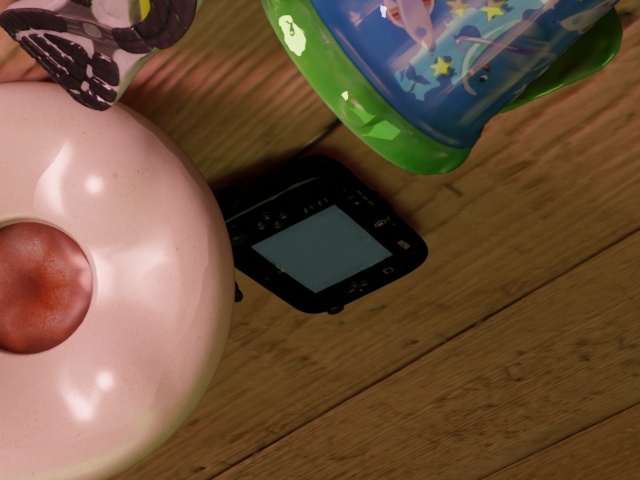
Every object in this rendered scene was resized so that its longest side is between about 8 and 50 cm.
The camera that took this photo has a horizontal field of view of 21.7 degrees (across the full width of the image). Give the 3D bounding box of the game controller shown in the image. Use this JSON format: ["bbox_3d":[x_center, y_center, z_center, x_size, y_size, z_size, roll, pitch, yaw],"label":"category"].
[{"bbox_3d":[0.000,0.000,1.773,0.166,0.067,0.319,-18,157,17],"label":"game controller"}]

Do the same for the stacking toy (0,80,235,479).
[{"bbox_3d":[-0.252,0.057,1.595,0.351,0.350,0.480,-10,175,-3],"label":"stacking toy"}]

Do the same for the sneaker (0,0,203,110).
[{"bbox_3d":[-0.138,-0.184,1.225,0.111,0.121,0.300,47,152,-16],"label":"sneaker"}]

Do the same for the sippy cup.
[{"bbox_3d":[0.104,-0.201,1.185,0.224,0.240,0.305,-34,180,24],"label":"sippy cup"}]

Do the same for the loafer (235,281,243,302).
[{"bbox_3d":[-0.127,0.032,1.773,0.080,0.078,0.220,-12,176,-6],"label":"loafer"}]
